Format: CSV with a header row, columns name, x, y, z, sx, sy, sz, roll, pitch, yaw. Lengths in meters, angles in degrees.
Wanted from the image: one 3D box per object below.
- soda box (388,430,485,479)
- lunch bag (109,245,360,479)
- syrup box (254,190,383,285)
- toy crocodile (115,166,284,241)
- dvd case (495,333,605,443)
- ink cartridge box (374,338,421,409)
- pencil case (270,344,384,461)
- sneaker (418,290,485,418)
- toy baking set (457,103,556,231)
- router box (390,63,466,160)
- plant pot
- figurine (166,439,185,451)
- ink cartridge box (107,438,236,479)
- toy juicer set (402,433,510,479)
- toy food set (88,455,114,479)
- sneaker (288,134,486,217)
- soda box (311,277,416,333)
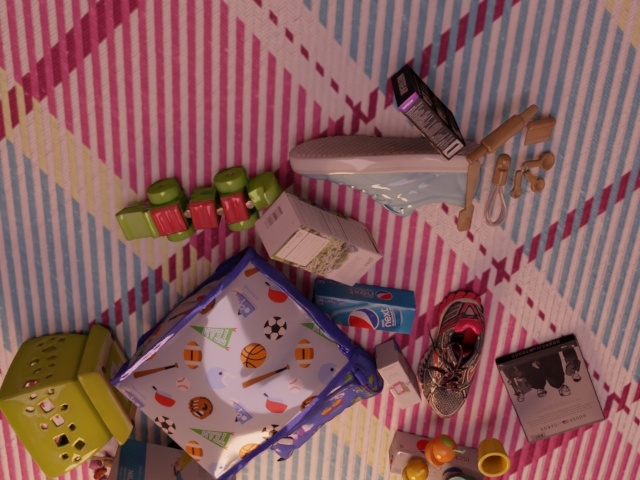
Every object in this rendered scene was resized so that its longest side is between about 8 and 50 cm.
name,x,y,z,sx,sy,sz,roll,pitch,yaw
soda box,0.267,0.505,1.989,0.216,0.074,0.069,15,118,-7
lunch bag,-0.159,0.234,1.751,0.328,0.239,0.385,44,111,-12
syrup box,0.000,0.000,1.657,0.237,0.096,0.093,20,123,-44
toy crocodile,-0.231,-0.061,1.680,0.340,0.105,0.115,-10,118,8
dvd case,0.507,0.330,1.913,0.179,0.029,0.239,-20,117,12
ink cartridge box,0.167,0.287,1.866,0.052,0.088,0.122,-24,116,11
pencil case,-0.007,0.354,1.884,0.306,0.133,0.119,-39,96,19
sneaker,0.276,0.255,1.833,0.120,0.112,0.299,4,119,0
toy baking set,0.346,-0.127,1.608,0.256,0.030,0.197,-35,128,-9
router box,0.188,-0.229,1.535,0.046,0.179,0.133,-40,109,18
plant pot,-0.512,0.325,1.836,0.207,0.227,0.228,-19,116,5
figurine,-0.323,0.581,2.046,0.215,0.092,0.209,37,109,-18
ink cartridge box,-0.336,0.589,1.902,0.270,0.197,0.198,15,106,-14
toy juicer set,0.277,0.571,1.931,0.209,0.089,0.329,11,118,-5
toy food set,-0.512,0.549,2.069,0.078,0.019,0.122,3,126,0
sneaker,0.123,-0.109,1.627,0.366,0.135,0.150,2,114,1
soda box,0.088,0.135,1.796,0.210,0.071,0.067,7,118,-2
